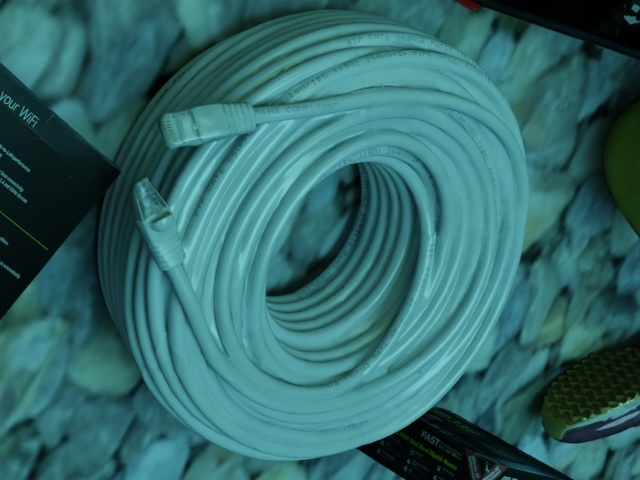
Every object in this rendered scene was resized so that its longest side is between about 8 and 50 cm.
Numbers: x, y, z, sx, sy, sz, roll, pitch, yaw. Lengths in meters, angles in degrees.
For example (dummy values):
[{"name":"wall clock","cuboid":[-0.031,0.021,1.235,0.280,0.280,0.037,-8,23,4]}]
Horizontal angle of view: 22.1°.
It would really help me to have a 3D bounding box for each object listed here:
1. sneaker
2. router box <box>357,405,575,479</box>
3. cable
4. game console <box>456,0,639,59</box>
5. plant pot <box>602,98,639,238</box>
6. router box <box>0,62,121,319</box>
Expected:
[{"name":"sneaker","cuboid":[0.238,0.115,1.170,0.185,0.069,0.084,-25,120,-25]},{"name":"router box","cuboid":[0.087,0.138,1.029,0.092,0.122,0.038,20,95,-42]},{"name":"cable","cuboid":[0.000,0.000,0.915,0.257,0.089,0.257,-23,125,-28]},{"name":"game console","cuboid":[0.266,-0.235,0.884,0.386,0.060,0.342,15,120,-19]},{"name":"plant pot","cuboid":[0.241,-0.048,1.072,0.134,0.095,0.134,-18,123,-31]},{"name":"router box","cuboid":[-0.197,-0.036,0.770,0.133,0.046,0.179,-51,133,-6]}]
